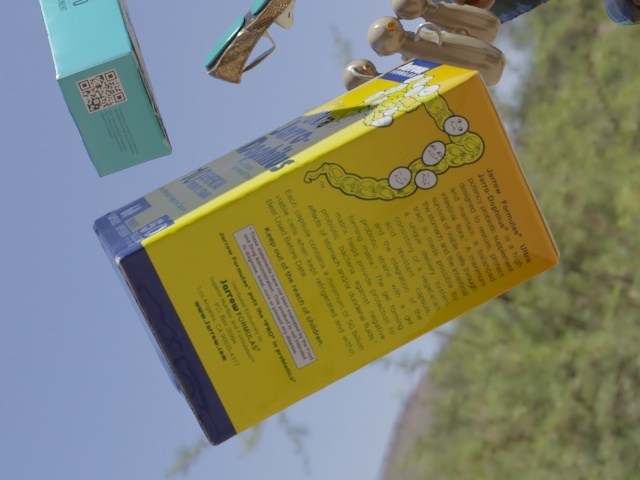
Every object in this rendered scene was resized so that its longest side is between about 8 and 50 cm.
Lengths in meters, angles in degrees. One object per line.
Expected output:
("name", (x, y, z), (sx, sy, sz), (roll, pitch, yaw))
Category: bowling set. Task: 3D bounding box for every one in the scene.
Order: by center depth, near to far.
("bowling set", (0.111, -0.229, 1.969), (0.287, 0.154, 0.200), (122, 162, -61))

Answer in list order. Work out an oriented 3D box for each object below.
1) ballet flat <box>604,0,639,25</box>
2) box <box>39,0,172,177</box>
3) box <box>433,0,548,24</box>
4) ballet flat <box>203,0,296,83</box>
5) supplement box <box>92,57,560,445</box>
("ballet flat", (0.375, -0.359, 1.907), (0.280, 0.095, 0.096), (-65, 7, -21))
("box", (-0.178, -0.164, 1.329), (0.244, 0.060, 0.100), (-111, 2, -49))
("box", (0.154, -0.621, 2.415), (0.297, 0.472, 0.480), (160, 128, -70))
("ballet flat", (-0.079, -0.299, 2.358), (0.206, 0.067, 0.073), (-49, 22, 23))
("supplement box", (0.000, 0.000, 1.560), (0.195, 0.356, 0.194), (65, 171, -15))
